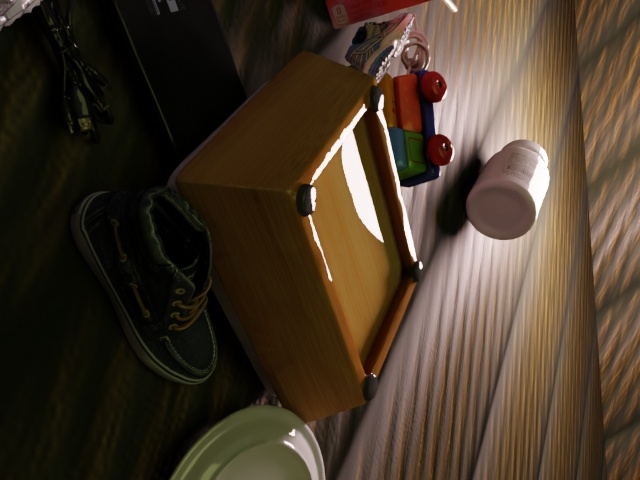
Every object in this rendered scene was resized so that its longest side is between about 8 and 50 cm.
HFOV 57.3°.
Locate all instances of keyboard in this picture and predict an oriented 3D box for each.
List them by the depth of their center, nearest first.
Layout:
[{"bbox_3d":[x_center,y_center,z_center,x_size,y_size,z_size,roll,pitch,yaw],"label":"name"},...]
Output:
[{"bbox_3d":[-0.156,-0.195,0.449,0.201,0.033,0.317,-45,123,-51],"label":"keyboard"}]

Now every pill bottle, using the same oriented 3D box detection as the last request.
[{"bbox_3d":[0.380,-0.110,1.164,0.229,0.131,0.131,-49,126,-47],"label":"pill bottle"}]

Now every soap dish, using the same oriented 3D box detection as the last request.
[{"bbox_3d":[0.000,0.000,0.558,0.229,0.118,0.290,-58,140,-43],"label":"soap dish"}]

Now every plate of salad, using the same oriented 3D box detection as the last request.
[{"bbox_3d":[-0.070,0.245,0.516,0.200,0.048,0.199,0,90,-46],"label":"plate of salad"}]

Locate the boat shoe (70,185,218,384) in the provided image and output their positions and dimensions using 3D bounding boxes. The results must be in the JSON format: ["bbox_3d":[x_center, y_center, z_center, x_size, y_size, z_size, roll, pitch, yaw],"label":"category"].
[{"bbox_3d":[-0.110,0.042,0.442,0.065,0.083,0.183,-56,131,-43],"label":"boat shoe"}]

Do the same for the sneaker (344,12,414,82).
[{"bbox_3d":[0.072,-0.250,0.720,0.135,0.058,0.052,-56,171,-40],"label":"sneaker"}]

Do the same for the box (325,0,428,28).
[{"bbox_3d":[0.149,-0.372,0.686,0.154,0.300,0.142,-50,127,-46],"label":"box"}]

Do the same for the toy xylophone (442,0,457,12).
[{"bbox_3d":[0.171,-0.485,0.888,0.323,0.081,0.236,-19,87,-61],"label":"toy xylophone"}]

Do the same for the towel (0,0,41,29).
[{"bbox_3d":[-0.189,-0.248,0.285,0.235,0.121,0.283,50,52,-31],"label":"towel"}]

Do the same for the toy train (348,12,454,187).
[{"bbox_3d":[0.084,-0.201,0.771,0.143,0.105,0.247,3,79,-40],"label":"toy train"}]
